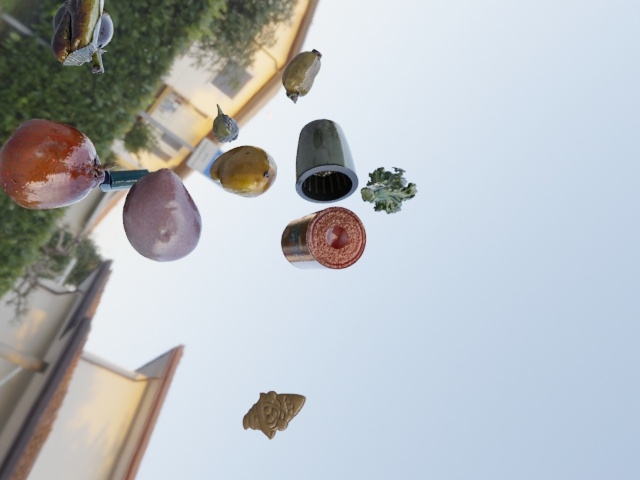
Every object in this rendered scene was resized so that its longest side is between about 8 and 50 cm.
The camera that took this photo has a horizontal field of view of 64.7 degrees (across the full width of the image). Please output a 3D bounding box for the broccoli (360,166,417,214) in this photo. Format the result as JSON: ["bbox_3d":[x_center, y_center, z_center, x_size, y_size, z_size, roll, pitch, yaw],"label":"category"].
[{"bbox_3d":[0.254,-0.170,1.848,0.275,0.198,0.177,-52,150,-72],"label":"broccoli"}]

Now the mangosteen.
[{"bbox_3d":[-0.962,-0.836,2.077,0.231,0.289,0.231,-5,-155,2],"label":"mangosteen"}]

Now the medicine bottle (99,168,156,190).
[{"bbox_3d":[-0.806,-0.254,2.103,0.124,0.258,0.079,-26,-105,55],"label":"medicine bottle"}]

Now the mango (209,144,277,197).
[{"bbox_3d":[-0.250,-0.231,1.648,0.187,0.144,0.359,-35,-150,-11],"label":"mango"}]

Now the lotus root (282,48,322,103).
[{"bbox_3d":[-0.086,-0.739,2.266,0.140,0.154,0.257,33,-92,26],"label":"lotus root"}]

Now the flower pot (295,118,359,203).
[{"bbox_3d":[0.014,-0.384,2.372,0.293,0.293,0.330,-32,-127,37],"label":"flower pot"}]

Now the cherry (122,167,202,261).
[{"bbox_3d":[-0.434,-0.066,1.352,0.206,0.239,0.239,-29,-153,-5],"label":"cherry"}]

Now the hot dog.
[{"bbox_3d":[-0.695,-0.633,1.456,0.162,0.081,0.271,-3,-106,32],"label":"hot dog"}]

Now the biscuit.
[{"bbox_3d":[-0.164,0.605,1.784,0.250,0.163,0.035,-25,167,1],"label":"biscuit"}]

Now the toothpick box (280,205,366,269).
[{"bbox_3d":[0.000,0.000,1.728,0.204,0.204,0.333,-60,-166,-12],"label":"toothpick box"}]

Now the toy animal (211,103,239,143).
[{"bbox_3d":[-0.334,-0.413,1.792,0.098,0.098,0.137,-140,-129,-63],"label":"toy animal"}]

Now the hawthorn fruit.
[{"bbox_3d":[-0.767,-0.223,1.497,0.276,0.307,0.276,-178,-90,-83],"label":"hawthorn fruit"}]
